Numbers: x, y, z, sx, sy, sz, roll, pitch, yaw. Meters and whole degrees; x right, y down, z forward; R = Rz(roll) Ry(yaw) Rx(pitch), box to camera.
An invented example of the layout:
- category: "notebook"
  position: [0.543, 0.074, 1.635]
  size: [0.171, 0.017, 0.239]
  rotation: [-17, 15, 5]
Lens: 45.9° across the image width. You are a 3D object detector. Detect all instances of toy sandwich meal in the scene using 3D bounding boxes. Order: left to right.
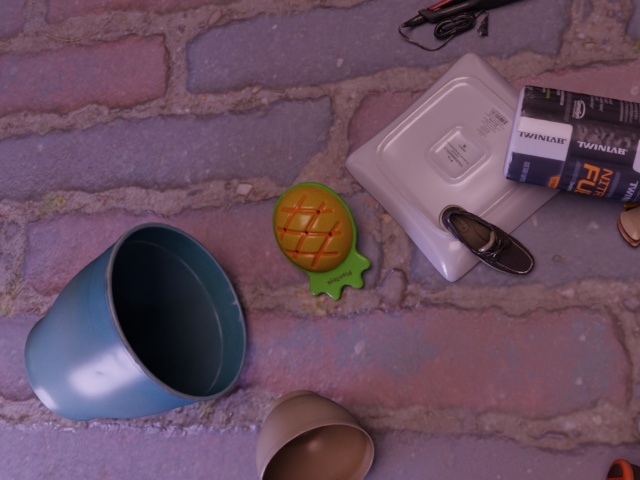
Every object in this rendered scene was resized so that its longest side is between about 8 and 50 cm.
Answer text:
- category: "toy sandwich meal"
  position: [0.446, -0.030, 1.027]
  size: [0.085, 0.029, 0.086]
  rotation: [-6, 71, 19]

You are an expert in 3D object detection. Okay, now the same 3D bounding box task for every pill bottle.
- category: "pill bottle"
  position: [0.375, -0.123, 0.999]
  size: [0.245, 0.130, 0.130]
  rotation: [12, 78, 12]

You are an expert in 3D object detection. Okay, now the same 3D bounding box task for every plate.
- category: "plate"
  position: [0.210, -0.126, 1.141]
  size: [0.278, 0.045, 0.277]
  rotation: [-41, 63, 4]

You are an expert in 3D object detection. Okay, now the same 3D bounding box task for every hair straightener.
- category: "hair straightener"
  position: [0.236, -0.366, 1.206]
  size: [0.230, 0.047, 0.089]
  rotation: [-18, 67, 15]

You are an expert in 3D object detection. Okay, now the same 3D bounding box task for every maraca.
- category: "maraca"
  position: [0.000, 0.000, 1.156]
  size: [0.127, 0.099, 0.186]
  rotation: [-29, 90, 19]

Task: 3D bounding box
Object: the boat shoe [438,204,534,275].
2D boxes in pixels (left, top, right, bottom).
- category: "boat shoe"
  position: [0.233, 0.004, 1.059]
  size: [0.152, 0.049, 0.056]
  rotation: [30, 100, 0]

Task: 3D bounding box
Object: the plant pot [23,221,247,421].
- category: "plant pot"
  position: [-0.295, 0.147, 1.141]
  size: [0.255, 0.271, 0.272]
  rotation: [-27, 65, 28]

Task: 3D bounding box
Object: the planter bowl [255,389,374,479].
- category: "planter bowl"
  position: [-0.021, 0.279, 1.051]
  size: [0.162, 0.162, 0.109]
  rotation: [-41, 37, 4]

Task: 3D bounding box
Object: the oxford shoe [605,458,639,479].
- category: "oxford shoe"
  position: [0.402, 0.395, 0.888]
  size: [0.098, 0.097, 0.271]
  rotation: [-6, 74, -3]
